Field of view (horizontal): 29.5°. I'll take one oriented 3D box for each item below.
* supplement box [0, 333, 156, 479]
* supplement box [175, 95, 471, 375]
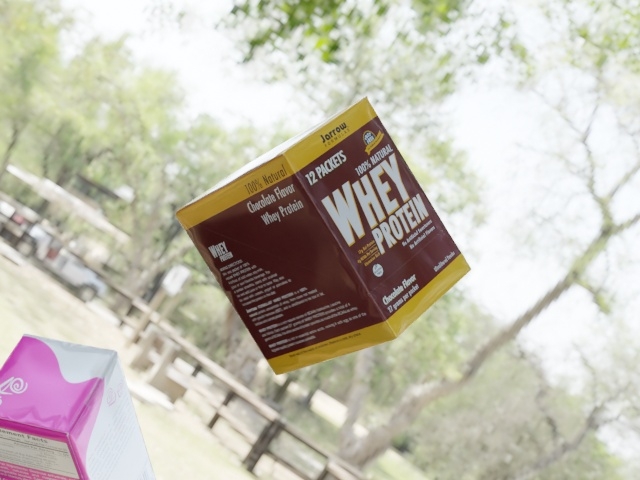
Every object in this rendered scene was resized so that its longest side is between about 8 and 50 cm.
[{"bbox_3d":[-0.256,0.215,1.248,0.114,0.111,0.220,10,-46,16],"label":"supplement box"},{"bbox_3d":[0.000,0.000,1.167,0.191,0.129,0.194,-24,-79,50],"label":"supplement box"}]
